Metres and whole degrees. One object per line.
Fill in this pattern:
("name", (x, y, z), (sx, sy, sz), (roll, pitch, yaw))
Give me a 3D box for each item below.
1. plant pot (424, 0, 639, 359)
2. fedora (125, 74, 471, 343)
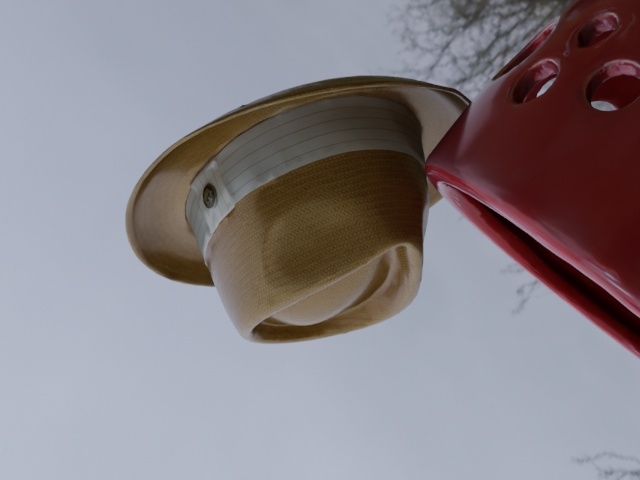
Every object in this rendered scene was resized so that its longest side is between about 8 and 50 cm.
("plant pot", (0.165, -0.037, 0.388), (0.191, 0.174, 0.191), (37, -179, -1))
("fedora", (0.000, 0.000, 0.465), (0.194, 0.194, 0.079), (15, -130, -50))
